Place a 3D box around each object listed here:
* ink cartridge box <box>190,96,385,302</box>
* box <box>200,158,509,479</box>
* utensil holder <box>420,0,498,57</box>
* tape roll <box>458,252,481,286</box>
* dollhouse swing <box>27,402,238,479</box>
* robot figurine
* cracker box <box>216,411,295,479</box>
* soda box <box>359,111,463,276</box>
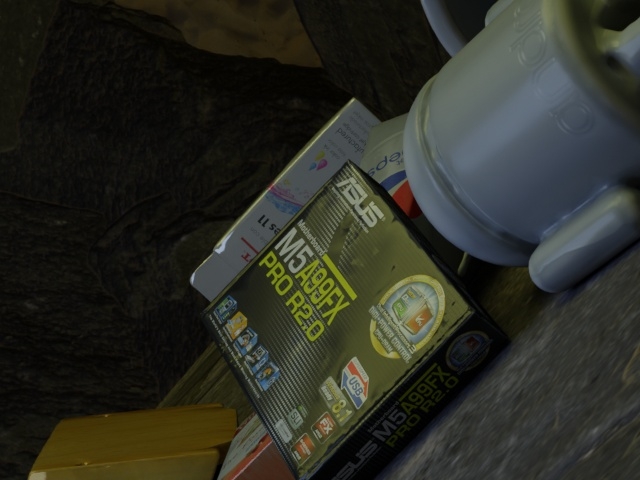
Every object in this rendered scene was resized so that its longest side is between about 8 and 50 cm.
[{"bbox_3d":[0.000,0.000,2.291,0.353,0.207,0.119,-47,4,7],"label":"ink cartridge box"},{"bbox_3d":[0.022,0.078,1.541,0.216,0.060,0.270,-46,40,9],"label":"box"},{"bbox_3d":[0.307,-0.355,1.863,0.327,0.327,0.385,-44,5,30],"label":"utensil holder"},{"bbox_3d":[0.078,0.010,1.867,0.219,0.072,0.219,-29,32,21],"label":"tape roll"},{"bbox_3d":[-0.247,0.393,2.132,0.315,0.304,0.347,-6,4,-3],"label":"dollhouse swing"},{"bbox_3d":[0.205,-0.107,1.439,0.353,0.200,0.299,-43,41,44],"label":"robot figurine"},{"bbox_3d":[-0.027,0.200,1.754,0.156,0.067,0.232,-45,5,11],"label":"cracker box"},{"bbox_3d":[0.084,-0.003,1.706,0.091,0.098,0.286,-19,38,34],"label":"soda box"}]
